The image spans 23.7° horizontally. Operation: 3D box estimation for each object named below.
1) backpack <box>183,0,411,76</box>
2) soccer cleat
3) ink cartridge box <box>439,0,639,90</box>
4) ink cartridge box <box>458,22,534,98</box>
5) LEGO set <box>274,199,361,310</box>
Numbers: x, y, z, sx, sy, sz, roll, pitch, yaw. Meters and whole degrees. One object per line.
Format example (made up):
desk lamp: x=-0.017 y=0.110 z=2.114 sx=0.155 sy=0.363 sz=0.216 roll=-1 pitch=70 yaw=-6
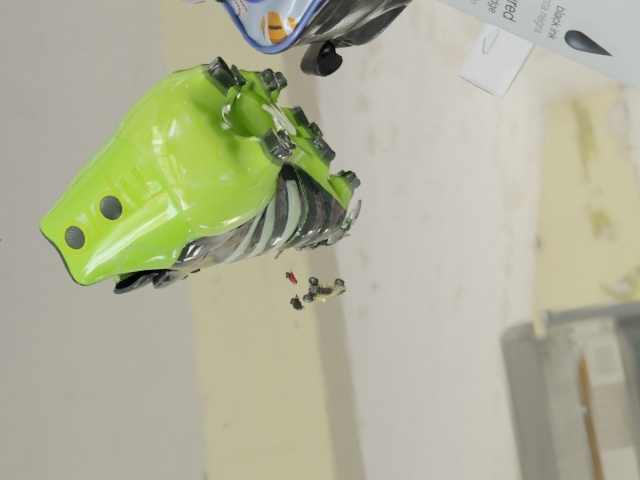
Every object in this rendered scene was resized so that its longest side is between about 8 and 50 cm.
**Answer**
backpack: x=-0.025 y=-0.276 z=0.939 sx=0.213 sy=0.276 sz=0.263 roll=-3 pitch=-124 yaw=-50
soccer cleat: x=-0.035 y=-0.017 z=0.471 sx=0.060 sy=0.072 sz=0.179 roll=54 pitch=-171 yaw=6
ink cartridge box: x=0.163 y=-0.128 z=0.601 sx=0.087 sy=0.208 sz=0.153 roll=-59 pitch=-12 yaw=-30
ink cartridge box: x=0.182 y=-0.197 z=1.453 sx=0.088 sy=0.052 sz=0.122 roll=-62 pitch=-5 yaw=27
LEGO set: x=-0.002 y=0.002 z=0.783 sx=0.023 sy=0.054 sz=0.083 roll=44 pitch=-132 yaw=-47
